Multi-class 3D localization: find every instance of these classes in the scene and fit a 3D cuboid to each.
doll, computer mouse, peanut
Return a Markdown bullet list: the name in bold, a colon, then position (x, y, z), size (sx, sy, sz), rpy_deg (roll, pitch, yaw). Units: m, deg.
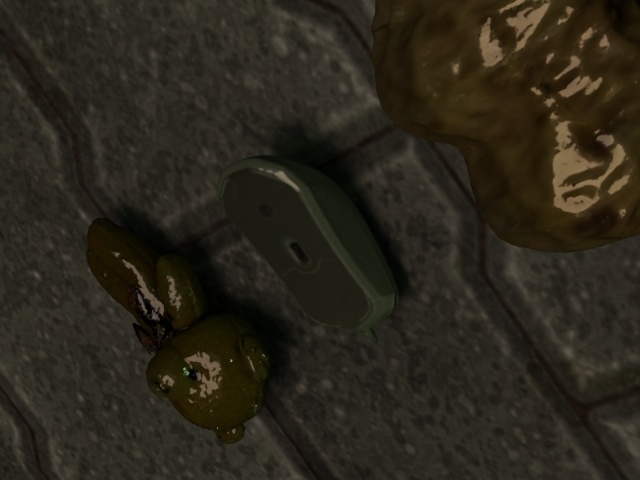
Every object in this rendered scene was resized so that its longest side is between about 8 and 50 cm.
- **doll**: position (-0.130, 0.074, 1.496), size (0.209, 0.097, 0.137), rpy_deg (43, 144, 15)
- **computer mouse**: position (0.000, 0.000, 1.355), size (0.089, 0.056, 0.182), rpy_deg (-16, 117, 47)
- **peanut**: position (0.132, -0.100, 1.126), size (0.233, 0.110, 0.196), rpy_deg (51, 134, -3)
